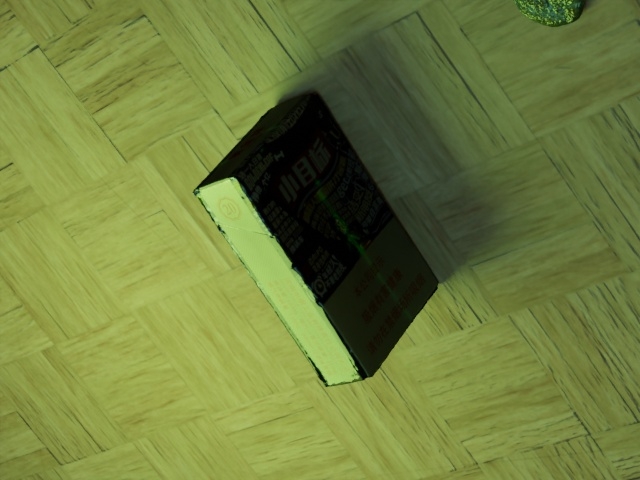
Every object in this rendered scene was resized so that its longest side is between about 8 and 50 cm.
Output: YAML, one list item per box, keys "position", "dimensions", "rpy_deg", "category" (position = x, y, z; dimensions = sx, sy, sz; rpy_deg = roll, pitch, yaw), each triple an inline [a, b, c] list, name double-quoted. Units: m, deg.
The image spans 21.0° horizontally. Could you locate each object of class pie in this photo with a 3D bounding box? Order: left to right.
- position: [0.247, -0.267, 1.865]
  dimensions: [0.085, 0.017, 0.085]
  rpy_deg: [18, 131, 21]
  category: "pie"

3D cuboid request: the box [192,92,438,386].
- position: [0.000, 0.000, 2.124]
  dimensions: [0.084, 0.198, 0.310]
  rpy_deg: [-17, 114, 43]
  category: "box"
